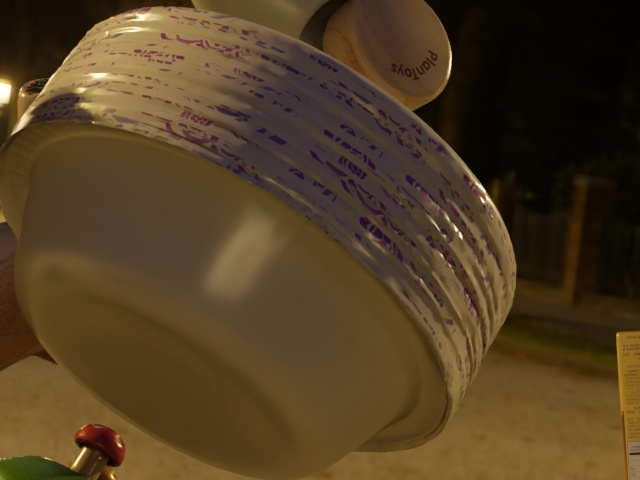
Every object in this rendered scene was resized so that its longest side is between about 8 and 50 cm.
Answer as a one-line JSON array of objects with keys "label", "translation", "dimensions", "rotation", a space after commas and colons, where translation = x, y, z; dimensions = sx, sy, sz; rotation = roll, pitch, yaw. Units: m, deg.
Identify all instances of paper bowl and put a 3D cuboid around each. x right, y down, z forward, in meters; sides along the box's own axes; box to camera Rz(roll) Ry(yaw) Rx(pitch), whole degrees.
[{"label": "paper bowl", "translation": [-0.050, 0.021, 0.846], "dimensions": [0.284, 0.148, 0.284], "rotation": [25, -28, 15]}]

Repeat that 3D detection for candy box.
[{"label": "candy box", "translation": [0.271, 0.179, 1.258], "dimensions": [0.053, 0.186, 0.109], "rotation": [-3, -35, 11]}]

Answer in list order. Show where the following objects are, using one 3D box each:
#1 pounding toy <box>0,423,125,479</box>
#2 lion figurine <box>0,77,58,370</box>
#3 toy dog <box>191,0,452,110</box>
[{"label": "pounding toy", "translation": [-0.209, 0.252, 1.472], "dimensions": [0.237, 0.110, 0.183], "rotation": [44, -27, -25]}, {"label": "lion figurine", "translation": [-0.224, 0.044, 1.054], "dimensions": [0.392, 0.240, 0.142], "rotation": [-23, 33, -33]}, {"label": "toy dog", "translation": [-0.028, -0.199, 1.031], "dimensions": [0.220, 0.333, 0.161], "rotation": [-4, 29, 39]}]
